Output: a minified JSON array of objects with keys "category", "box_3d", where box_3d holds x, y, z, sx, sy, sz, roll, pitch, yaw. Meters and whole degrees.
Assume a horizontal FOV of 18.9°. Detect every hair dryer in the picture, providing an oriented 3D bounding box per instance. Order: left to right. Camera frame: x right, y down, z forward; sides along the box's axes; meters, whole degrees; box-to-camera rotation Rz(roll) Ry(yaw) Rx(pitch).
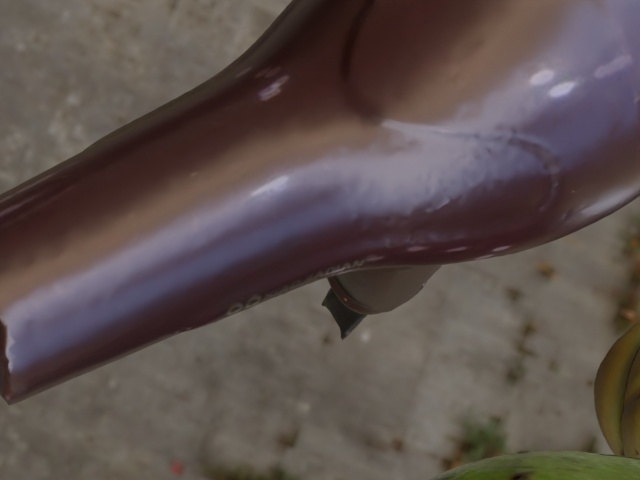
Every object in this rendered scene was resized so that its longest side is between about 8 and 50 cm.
[{"category":"hair dryer","box_3d":[0.000,0.000,0.737,0.312,0.123,0.340,-27,167,-19]}]

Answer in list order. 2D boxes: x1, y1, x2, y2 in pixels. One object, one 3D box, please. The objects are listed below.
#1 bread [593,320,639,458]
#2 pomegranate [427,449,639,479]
[{"category":"bread","box_3d":[0.313,0.104,1.216,0.156,0.260,0.158,-103,175,-62]},{"category":"pomegranate","box_3d":[0.090,0.198,0.749,0.341,0.260,0.260,58,47,-62]}]
